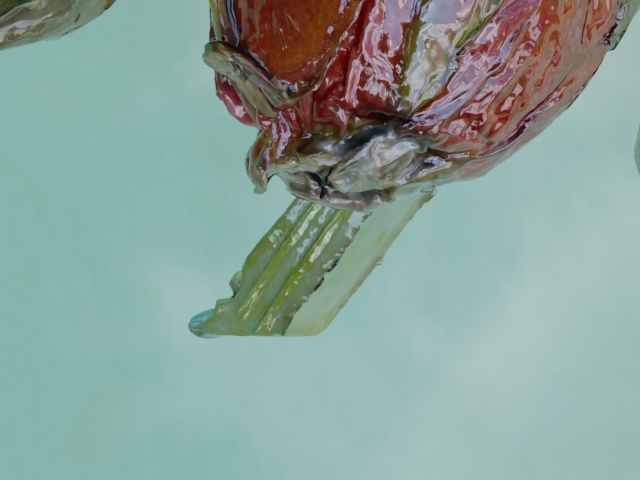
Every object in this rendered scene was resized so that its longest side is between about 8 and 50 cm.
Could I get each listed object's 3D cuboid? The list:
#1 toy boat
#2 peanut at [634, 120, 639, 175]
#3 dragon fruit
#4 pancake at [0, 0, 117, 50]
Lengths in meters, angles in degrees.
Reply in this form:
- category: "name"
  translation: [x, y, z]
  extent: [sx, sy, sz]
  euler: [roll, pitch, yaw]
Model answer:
- category: "toy boat"
  translation: [0.003, 0.005, 1.425]
  extent: [0.276, 0.111, 0.084]
  euler: [-48, 69, 21]
- category: "peanut"
  translation: [0.354, -0.090, 1.494]
  extent: [0.137, 0.253, 0.122]
  euler: [7, 88, 12]
- category: "dragon fruit"
  translation: [0.056, -0.184, 0.999]
  extent: [0.277, 0.277, 0.343]
  euler: [-3, 66, 2]
- category: "pancake"
  translation: [-0.202, -0.102, 0.746]
  extent: [0.241, 0.242, 0.050]
  euler: [-9, 111, 4]
